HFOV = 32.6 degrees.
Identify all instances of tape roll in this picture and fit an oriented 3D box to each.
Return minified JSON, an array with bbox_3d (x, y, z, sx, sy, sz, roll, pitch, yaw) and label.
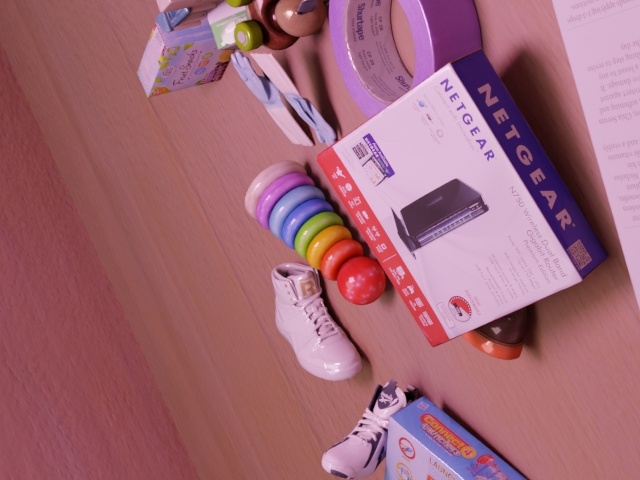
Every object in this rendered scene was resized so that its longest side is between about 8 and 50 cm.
[{"bbox_3d":[0.121,-0.305,1.641,0.275,0.090,0.275,43,144,44],"label":"tape roll"}]

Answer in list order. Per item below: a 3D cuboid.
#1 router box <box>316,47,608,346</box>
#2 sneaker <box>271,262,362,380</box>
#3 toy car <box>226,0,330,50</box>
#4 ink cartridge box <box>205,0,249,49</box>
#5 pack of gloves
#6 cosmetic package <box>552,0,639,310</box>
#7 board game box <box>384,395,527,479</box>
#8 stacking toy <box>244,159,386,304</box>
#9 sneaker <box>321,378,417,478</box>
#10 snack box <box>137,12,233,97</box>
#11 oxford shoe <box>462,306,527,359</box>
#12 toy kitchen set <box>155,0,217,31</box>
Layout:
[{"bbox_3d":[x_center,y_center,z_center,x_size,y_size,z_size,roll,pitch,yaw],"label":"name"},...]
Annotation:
[{"bbox_3d":[0.188,-0.051,1.538,0.301,0.082,0.335,-33,89,47],"label":"router box"},{"bbox_3d":[-0.020,0.152,2.208,0.292,0.108,0.169,38,142,50],"label":"sneaker"},{"bbox_3d":[-0.042,-0.400,1.836,0.188,0.155,0.149,3,111,52],"label":"toy car"},{"bbox_3d":[-0.152,-0.457,1.982,0.087,0.153,0.208,-17,94,24],"label":"ink cartridge box"},{"bbox_3d":[-0.058,-0.269,2.015,0.232,0.046,0.195,51,162,-27],"label":"pack of gloves"},{"bbox_3d":[0.404,-0.143,1.117,0.230,0.161,0.453,-5,102,63],"label":"cosmetic package"},{"bbox_3d":[0.241,0.479,1.910,0.308,0.086,0.302,37,139,38],"label":"board game box"},{"bbox_3d":[0.000,0.000,2.051,0.330,0.141,0.141,49,147,30],"label":"stacking toy"},{"bbox_3d":[0.099,0.327,1.978,0.094,0.235,0.153,28,119,46],"label":"sneaker"},{"bbox_3d":[-0.270,-0.385,2.247,0.070,0.174,0.207,65,153,13],"label":"snack box"},{"bbox_3d":[0.226,0.079,1.723,0.271,0.097,0.098,35,120,41],"label":"oxford shoe"},{"bbox_3d":[-0.262,-0.457,1.870,0.207,0.122,0.166,-21,88,62],"label":"toy kitchen set"}]
